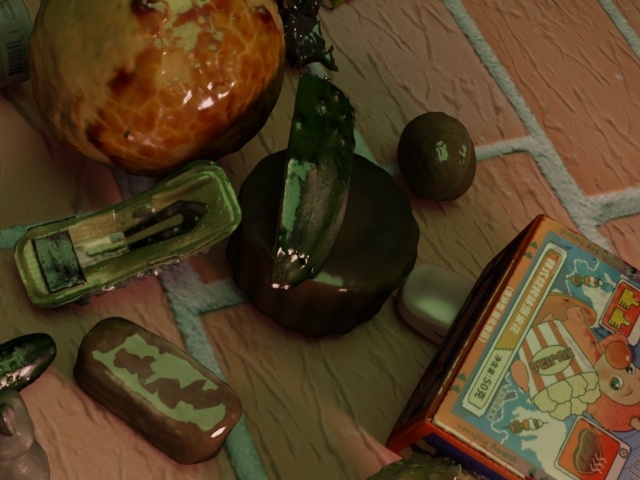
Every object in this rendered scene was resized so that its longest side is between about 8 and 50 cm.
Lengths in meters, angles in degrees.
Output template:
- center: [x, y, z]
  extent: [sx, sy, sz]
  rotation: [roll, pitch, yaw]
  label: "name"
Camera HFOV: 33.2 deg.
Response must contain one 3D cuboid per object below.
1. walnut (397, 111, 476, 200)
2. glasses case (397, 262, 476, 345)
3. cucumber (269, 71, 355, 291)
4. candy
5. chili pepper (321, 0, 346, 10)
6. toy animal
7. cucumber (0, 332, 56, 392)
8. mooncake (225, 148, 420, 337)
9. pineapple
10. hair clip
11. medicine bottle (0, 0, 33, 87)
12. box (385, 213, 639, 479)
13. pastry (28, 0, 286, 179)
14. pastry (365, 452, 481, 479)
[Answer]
- center: [0.199, -0.143, 1.836]
  extent: [0.140, 0.140, 0.162]
  rotation: [2, 46, -21]
  label: "walnut"
- center: [0.259, 0.140, 1.697]
  extent: [0.296, 0.075, 0.113]
  rotation: [30, 52, 1]
  label: "glasses case"
- center: [-0.007, -0.081, 1.511]
  extent: [0.105, 0.145, 0.325]
  rotation: [11, 55, -1]
  label: "cucumber"
- center: [-0.220, 0.200, 1.438]
  extent: [0.234, 0.104, 0.102]
  rotation: [37, 50, 6]
  label: "candy"
- center: [0.081, -0.493, 2.092]
  extent: [0.201, 0.050, 0.052]
  rotation: [-24, 107, -30]
  label: "chili pepper"
- center: [-0.373, 0.237, 1.273]
  extent: [0.138, 0.236, 0.108]
  rotation: [23, 42, -9]
  label: "toy animal"
- center: [-0.440, 0.188, 1.384]
  extent: [0.227, 0.069, 0.069]
  rotation: [-31, 72, -32]
  label: "cucumber"
- center: [0.000, 0.000, 1.636]
  extent: [0.290, 0.161, 0.290]
  rotation: [10, 52, -13]
  label: "mooncake"
- center: [-0.110, -0.419, 1.878]
  extent: [0.357, 0.223, 0.223]
  rotation: [33, 48, -22]
  label: "pineapple"
- center: [-0.269, -0.001, 1.540]
  extent: [0.321, 0.091, 0.138]
  rotation: [-21, 80, -6]
  label: "hair clip"
- center: [-0.582, -0.280, 1.595]
  extent: [0.288, 0.157, 0.157]
  rotation: [-23, 68, -34]
  label: "medicine bottle"
- center: [0.326, 0.210, 1.503]
  extent: [0.318, 0.257, 0.349]
  rotation: [34, 69, 1]
  label: "box"
- center: [-0.227, -0.257, 1.584]
  extent: [0.388, 0.388, 0.313]
  rotation: [-12, 62, -29]
  label: "pastry"
- center: [0.131, 0.405, 1.368]
  extent: [0.235, 0.121, 0.257]
  rotation: [-5, 93, -7]
  label: "pastry"
